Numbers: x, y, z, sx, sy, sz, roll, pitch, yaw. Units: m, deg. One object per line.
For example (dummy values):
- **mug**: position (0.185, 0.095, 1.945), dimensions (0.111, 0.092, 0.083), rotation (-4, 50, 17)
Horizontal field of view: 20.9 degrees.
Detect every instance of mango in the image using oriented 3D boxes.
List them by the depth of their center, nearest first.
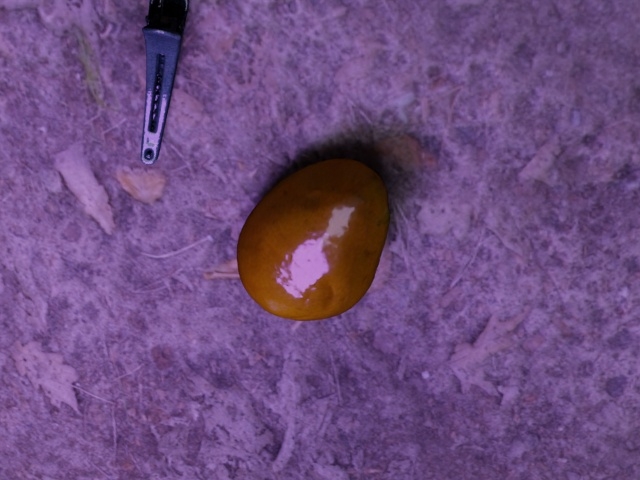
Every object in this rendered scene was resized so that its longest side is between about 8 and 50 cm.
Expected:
- **mango**: position (0.000, 0.000, 1.795), dimensions (0.147, 0.109, 0.227), rotation (46, 133, 1)

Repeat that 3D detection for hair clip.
- **hair clip**: position (-0.157, -0.157, 1.711), dimensions (0.039, 0.070, 0.229), rotation (9, 145, -2)
